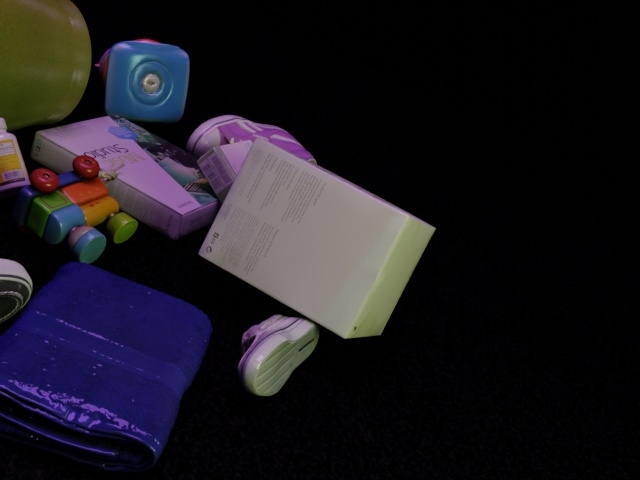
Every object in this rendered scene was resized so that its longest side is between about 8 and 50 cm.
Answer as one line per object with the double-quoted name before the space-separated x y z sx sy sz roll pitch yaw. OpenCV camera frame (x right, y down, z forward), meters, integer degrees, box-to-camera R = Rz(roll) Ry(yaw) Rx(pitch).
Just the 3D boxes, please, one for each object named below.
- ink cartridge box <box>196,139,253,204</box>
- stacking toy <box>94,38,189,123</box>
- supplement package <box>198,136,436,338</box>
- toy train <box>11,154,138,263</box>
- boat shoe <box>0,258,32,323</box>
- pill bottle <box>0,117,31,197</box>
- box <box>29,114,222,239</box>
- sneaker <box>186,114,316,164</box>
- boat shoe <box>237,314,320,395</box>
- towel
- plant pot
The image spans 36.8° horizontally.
"ink cartridge box" -0.101 -0.098 1.728 0.171 0.056 0.235 59 32 5
"stacking toy" -0.411 -0.358 2.058 0.175 0.166 0.302 0 16 -30
"supplement package" 0.000 0.000 1.462 0.262 0.199 0.198 29 5 18
"toy train" -0.337 -0.053 1.485 0.143 0.105 0.248 39 33 14
"boat shoe" -0.441 0.109 1.048 0.301 0.108 0.102 -19 52 -43
"pill bottle" -0.498 -0.129 1.496 0.065 0.065 0.116 -14 85 -52
"box" -0.313 -0.121 1.705 0.322 0.058 0.232 29 26 16
"sneaker" -0.121 -0.170 1.911 0.282 0.102 0.161 -7 39 -46
"boat shoe" -0.074 0.152 1.309 0.075 0.083 0.226 16 10 17
"towel" -0.267 0.149 1.162 0.227 0.076 0.308 23 26 -3
"plant pot" -0.584 -0.316 1.585 0.366 0.366 0.353 34 20 28
